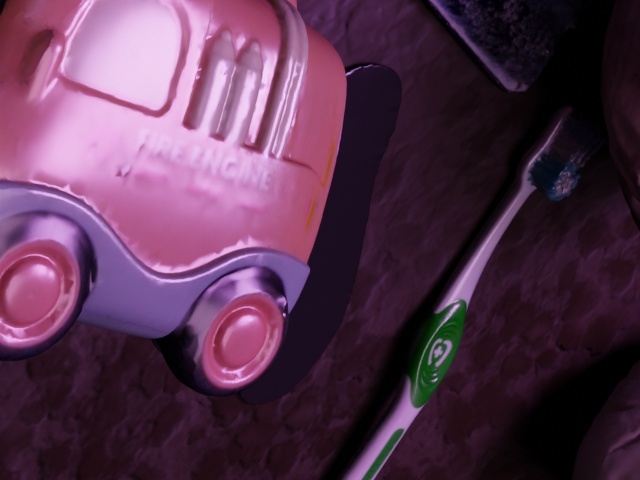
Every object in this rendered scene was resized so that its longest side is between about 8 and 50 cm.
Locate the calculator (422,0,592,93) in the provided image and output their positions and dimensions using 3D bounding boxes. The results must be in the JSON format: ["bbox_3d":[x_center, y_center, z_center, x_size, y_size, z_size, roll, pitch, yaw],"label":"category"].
[{"bbox_3d":[0.111,-0.209,1.041,0.161,0.021,0.262,-49,139,-1],"label":"calculator"}]

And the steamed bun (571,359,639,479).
[{"bbox_3d":[0.369,0.199,1.401,0.383,0.247,0.236,44,68,-50],"label":"steamed bun"}]

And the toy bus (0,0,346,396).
[{"bbox_3d":[-0.113,-0.064,0.838,0.288,0.194,0.232,20,98,-46],"label":"toy bus"}]

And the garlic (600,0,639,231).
[{"bbox_3d":[0.311,-0.086,1.089,0.259,0.317,0.317,-20,132,-13],"label":"garlic"}]

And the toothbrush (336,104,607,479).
[{"bbox_3d":[0.073,0.084,1.217,0.042,0.040,0.418,16,113,-47],"label":"toothbrush"}]

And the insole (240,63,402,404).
[{"bbox_3d":[0.000,0.000,1.111,0.086,0.005,0.253,-3,122,-40],"label":"insole"}]
